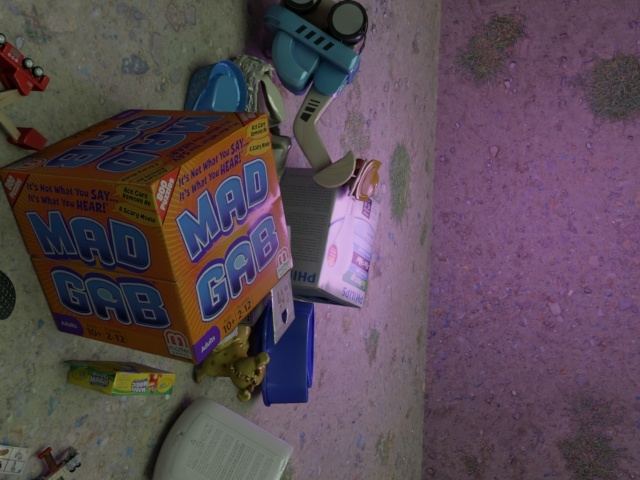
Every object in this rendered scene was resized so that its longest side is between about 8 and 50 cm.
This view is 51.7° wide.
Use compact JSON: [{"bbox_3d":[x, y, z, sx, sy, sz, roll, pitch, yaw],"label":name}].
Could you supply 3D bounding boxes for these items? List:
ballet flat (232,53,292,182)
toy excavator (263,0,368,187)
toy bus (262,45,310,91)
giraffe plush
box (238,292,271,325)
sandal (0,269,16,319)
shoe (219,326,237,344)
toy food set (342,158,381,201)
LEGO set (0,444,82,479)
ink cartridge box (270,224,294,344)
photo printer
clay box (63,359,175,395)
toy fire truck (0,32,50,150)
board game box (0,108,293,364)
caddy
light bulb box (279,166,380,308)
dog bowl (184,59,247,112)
[{"bbox_3d":[-0.151,-0.304,1.806,0.147,0.147,0.409,-53,141,-44],"label":"ballet flat"},{"bbox_3d":[-0.014,-0.421,1.793,0.445,0.433,0.222,-57,180,3],"label":"toy excavator"},{"bbox_3d":[-0.054,-0.519,1.946,0.202,0.104,0.191,47,73,-7],"label":"toy bus"},{"bbox_3d":[-0.215,0.325,1.747,0.210,0.170,0.181,-27,135,-56],"label":"giraffe plush"},{"bbox_3d":[-0.192,0.104,1.752,0.290,0.087,0.169,-66,156,-77],"label":"box"},{"bbox_3d":[-0.595,0.061,1.143,0.179,0.040,0.067,63,35,-26],"label":"sandal"},{"bbox_3d":[-0.296,0.227,1.666,0.178,0.063,0.081,-22,117,-24],"label":"shoe"},{"bbox_3d":[0.109,-0.186,1.910,0.128,0.071,0.218,-67,161,8],"label":"toy food set"},{"bbox_3d":[-0.572,0.495,1.293,0.244,0.060,0.182,32,71,-51],"label":"LEGO set"},{"bbox_3d":[-0.123,0.100,1.663,0.296,0.066,0.261,-39,128,-82],"label":"ink cartridge box"},{"bbox_3d":[-0.253,0.564,1.678,0.107,0.307,0.256,-45,-164,57],"label":"photo printer"},{"bbox_3d":[-0.430,0.293,1.408,0.222,0.127,0.053,21,78,-61],"label":"clay box"},{"bbox_3d":[-0.542,-0.258,1.149,0.192,0.047,0.135,48,56,-55],"label":"toy fire truck"},{"bbox_3d":[-0.315,-0.032,1.303,0.356,0.356,0.356,-46,135,-50],"label":"board game box"},{"bbox_3d":[-0.116,0.330,1.980,0.241,0.179,0.341,-61,152,-78],"label":"caddy"},{"bbox_3d":[0.000,0.000,2.065,0.358,0.225,0.361,30,68,-61],"label":"light bulb box"},{"bbox_3d":[-0.270,-0.299,1.639,0.166,0.074,0.297,20,79,-62],"label":"dog bowl"}]
